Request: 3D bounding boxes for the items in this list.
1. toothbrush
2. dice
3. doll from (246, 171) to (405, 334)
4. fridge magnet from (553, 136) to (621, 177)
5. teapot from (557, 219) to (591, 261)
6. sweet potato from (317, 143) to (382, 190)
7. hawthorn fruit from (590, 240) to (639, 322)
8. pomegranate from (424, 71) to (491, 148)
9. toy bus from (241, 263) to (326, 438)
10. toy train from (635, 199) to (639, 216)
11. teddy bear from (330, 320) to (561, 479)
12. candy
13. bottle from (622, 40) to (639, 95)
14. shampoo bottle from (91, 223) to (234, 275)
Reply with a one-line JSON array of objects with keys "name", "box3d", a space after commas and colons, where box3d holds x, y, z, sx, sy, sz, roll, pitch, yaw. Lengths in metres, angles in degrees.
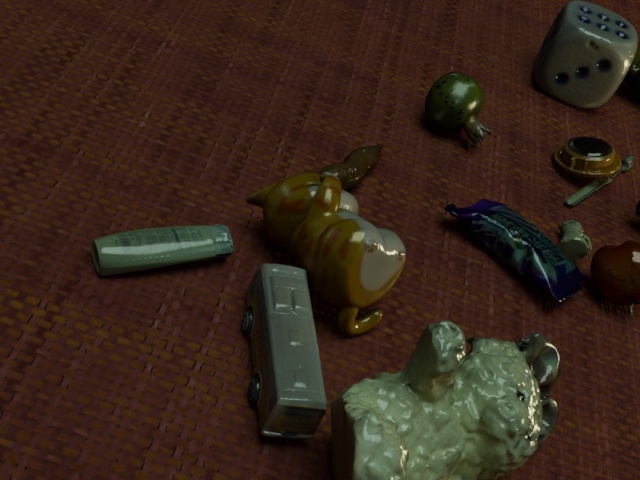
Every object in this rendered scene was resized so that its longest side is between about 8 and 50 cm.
[{"name": "toothbrush", "box3d": [0.605, -0.127, 1.817, 0.294, 0.028, 0.026, -31, 63, -36]}, {"name": "dice", "box3d": [0.637, -0.449, 2.031, 0.193, 0.192, 0.194, 25, 41, 1]}, {"name": "doll", "box3d": [0.016, -0.006, 1.332, 0.166, 0.162, 0.270, 27, 23, -49]}, {"name": "fridge magnet", "box3d": [0.578, -0.180, 1.819, 0.143, 0.063, 0.143, 0, 35, 0]}, {"name": "teapot", "box3d": [0.488, -0.003, 1.619, 0.067, 0.057, 0.083, 16, 37, -1]}, {"name": "sweet potato", "box3d": [0.060, -0.133, 1.568, 0.065, 0.051, 0.218, 38, 45, 19]}, {"name": "hawthorn fruit", "box3d": [0.558, 0.066, 1.541, 0.125, 0.140, 0.125, -3, 12, 1]}, {"name": "pomegranate", "box3d": [0.296, -0.279, 1.769, 0.159, 0.129, 0.129, 39, 41, -11]}, {"name": "toy bus", "box3d": [-0.053, 0.149, 1.195, 0.092, 0.106, 0.268, 9, 43, -19]}, {"name": "toy train", "box3d": [0.796, -0.053, 1.708, 0.285, 0.177, 0.116, 20, 42, -2]}, {"name": "teddy bear", "box3d": [0.195, 0.256, 1.055, 0.362, 0.327, 0.375, -4, 7, -5]}, {"name": "candy", "box3d": [0.363, 0.007, 1.548, 0.275, 0.070, 0.145, 41, 37, 22]}, {"name": "bottle", "box3d": [0.916, -0.377, 2.091, 0.351, 0.171, 0.171, 37, 44, 14]}, {"name": "shampoo bottle", "box3d": [-0.241, 0.012, 1.295, 0.212, 0.049, 0.072, -5, 46, -26]}]
